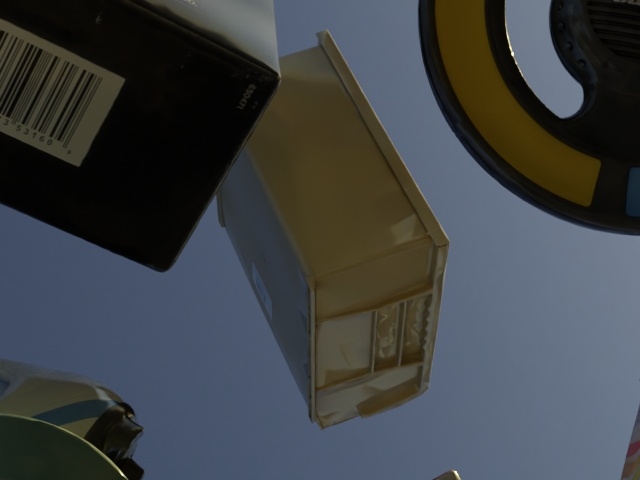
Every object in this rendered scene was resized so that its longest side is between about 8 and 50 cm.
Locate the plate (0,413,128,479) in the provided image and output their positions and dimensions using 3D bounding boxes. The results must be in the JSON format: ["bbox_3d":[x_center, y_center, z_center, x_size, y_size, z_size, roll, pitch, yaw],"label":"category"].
[{"bbox_3d":[-0.175,0.184,0.685,0.188,0.024,0.188,-1,-87,-18],"label":"plate"}]

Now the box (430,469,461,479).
[{"bbox_3d":[0.000,0.206,0.676,0.170,0.130,0.091,-21,-105,-33],"label":"box"}]

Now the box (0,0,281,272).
[{"bbox_3d":[-0.198,-0.173,0.956,0.296,0.183,0.294,25,-155,-18],"label":"box"}]

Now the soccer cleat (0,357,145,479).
[{"bbox_3d":[-0.241,0.203,0.816,0.331,0.143,0.116,-53,-22,-43],"label":"soccer cleat"}]

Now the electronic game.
[{"bbox_3d":[0.165,-0.115,0.686,0.229,0.048,0.229,0,-101,-2],"label":"electronic game"}]

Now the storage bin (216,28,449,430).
[{"bbox_3d":[0.000,0.000,1.222,0.123,0.262,0.260,-19,-34,-13],"label":"storage bin"}]

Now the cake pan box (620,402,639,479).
[{"bbox_3d":[0.358,0.204,1.241,0.070,0.267,0.246,22,-122,-1],"label":"cake pan box"}]
